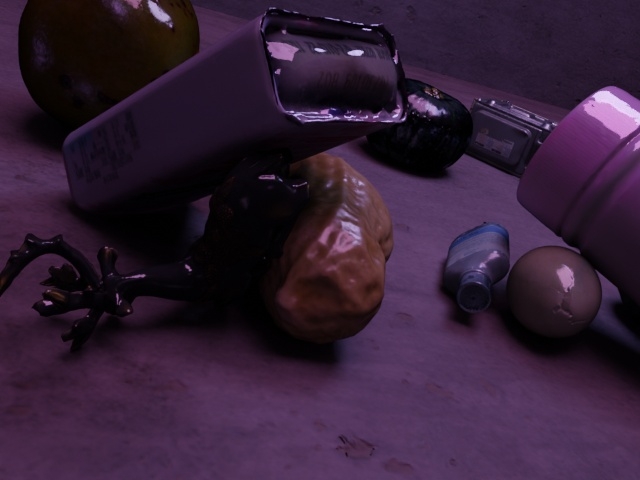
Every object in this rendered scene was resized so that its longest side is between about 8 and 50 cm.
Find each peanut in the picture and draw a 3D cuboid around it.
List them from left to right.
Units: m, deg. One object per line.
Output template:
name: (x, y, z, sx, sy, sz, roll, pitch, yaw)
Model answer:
peanut: (0.009, -0.002, 0.748, 0.159, 0.143, 0.291, -3, 28, -5)

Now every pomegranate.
pomegranate: (-0.277, -0.255, 1.005, 0.323, 0.291, 0.291, 37, 16, -22)

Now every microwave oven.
microwave oven: (0.486, -0.249, 1.661, 0.240, 0.145, 0.194, 32, 24, 29)

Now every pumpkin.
pumpkin: (0.205, -0.243, 1.414, 0.233, 0.163, 0.233, 16, 25, -8)

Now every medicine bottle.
medicine bottle: (0.209, 0.034, 0.901, 0.054, 0.090, 0.208, 59, 23, -11)
medicine bottle: (0.430, -0.025, 0.843, 0.202, 0.202, 0.316, -11, 50, -49)

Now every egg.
egg: (0.292, 0.064, 0.847, 0.114, 0.114, 0.152, 21, 12, 6)

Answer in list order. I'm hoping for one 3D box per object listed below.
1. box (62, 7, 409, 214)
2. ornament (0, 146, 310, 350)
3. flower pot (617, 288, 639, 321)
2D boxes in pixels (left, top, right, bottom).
box: (-0.101, -0.118, 0.715, 0.369, 0.112, 0.190, -13, 0, 44)
ornament: (-0.138, 0.006, 0.567, 0.236, 0.202, 0.080, -7, 54, -42)
flower pot: (0.565, 0.071, 0.981, 0.242, 0.157, 0.189, 19, 20, 10)
